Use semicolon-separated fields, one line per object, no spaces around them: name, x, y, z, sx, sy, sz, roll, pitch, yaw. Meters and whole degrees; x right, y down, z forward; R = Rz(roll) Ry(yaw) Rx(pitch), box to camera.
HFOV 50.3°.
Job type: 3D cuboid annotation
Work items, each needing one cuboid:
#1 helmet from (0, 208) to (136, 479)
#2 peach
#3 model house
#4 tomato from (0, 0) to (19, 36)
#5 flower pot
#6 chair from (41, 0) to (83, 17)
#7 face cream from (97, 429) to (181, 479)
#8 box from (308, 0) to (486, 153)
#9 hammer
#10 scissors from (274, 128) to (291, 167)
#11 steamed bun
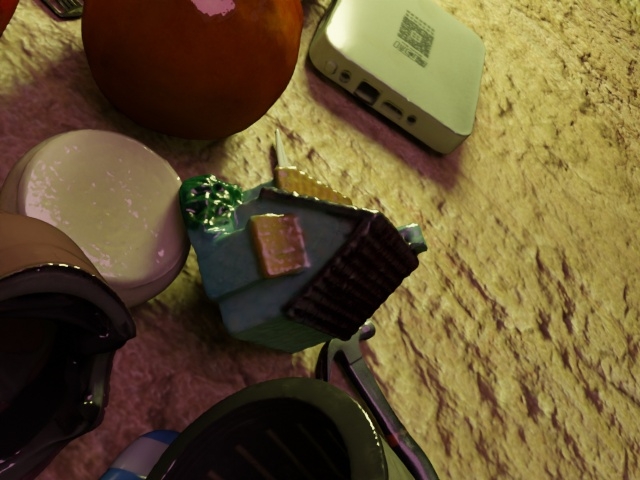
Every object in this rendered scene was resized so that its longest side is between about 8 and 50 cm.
helmet;-0.350;0.108;0.660;0.271;0.338;0.197;-2;42;-51
peach;-0.178;-0.324;1.005;0.343;0.302;0.342;18;53;-26
model house;0.000;0.000;0.898;0.280;0.249;0.229;39;29;-68
tomato;-0.487;-0.318;0.800;0.299;0.299;0.226;-36;91;-42
flower pot;0.006;0.352;0.697;0.330;0.294;0.293;53;41;-32
chair;-0.432;-0.452;1.046;0.212;0.101;0.084;44;48;-2
face cream;-0.204;0.329;0.736;0.149;0.083;0.263;38;48;-20
box;0.174;-0.395;1.438;0.367;0.090;0.373;31;51;-14
hammer;0.093;0.265;1.011;0.137;0.037;0.289;-21;76;-41
scissors;-0.059;-0.109;1.145;0.086;0.022;0.176;2;65;-30
steamed bun;-0.282;-0.018;0.852;0.232;0.145;0.231;15;63;-32
